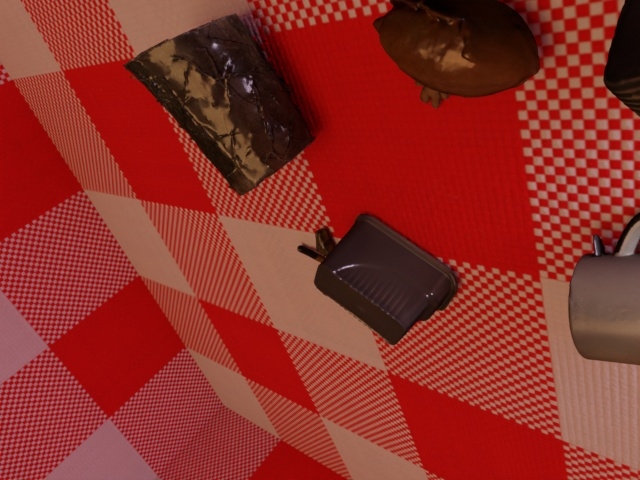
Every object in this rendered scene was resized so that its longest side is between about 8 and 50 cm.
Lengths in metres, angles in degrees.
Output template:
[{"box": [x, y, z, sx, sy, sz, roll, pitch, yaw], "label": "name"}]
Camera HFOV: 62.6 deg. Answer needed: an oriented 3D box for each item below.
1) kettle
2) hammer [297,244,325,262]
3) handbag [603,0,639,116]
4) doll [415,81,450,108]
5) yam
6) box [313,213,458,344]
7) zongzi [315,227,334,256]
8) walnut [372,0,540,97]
[{"box": [0.496, 0.070, 0.725, 0.255, 0.165, 0.241, -3, 95, 50], "label": "kettle"}, {"box": [0.013, 0.052, 1.354, 0.078, 0.021, 0.200, 18, -176, -46], "label": "hammer"}, {"box": [0.408, -0.178, 0.405, 0.240, 0.341, 0.247, 39, 154, -22], "label": "handbag"}, {"box": [0.176, -0.243, 0.831, 0.061, 0.051, 0.093, 31, 147, 11], "label": "doll"}, {"box": [-0.185, -0.272, 1.055, 0.241, 0.241, 0.348, -11, 122, 53], "label": "yam"}, {"box": [0.135, 0.091, 1.131, 0.274, 0.178, 0.138, 36, 147, 17], "label": "box"}, {"box": [0.000, 0.000, 1.329, 0.083, 0.040, 0.076, 22, 137, 62], "label": "zongzi"}, {"box": [0.179, -0.271, 0.719, 0.245, 0.137, 0.137, 24, 143, 17], "label": "walnut"}]
